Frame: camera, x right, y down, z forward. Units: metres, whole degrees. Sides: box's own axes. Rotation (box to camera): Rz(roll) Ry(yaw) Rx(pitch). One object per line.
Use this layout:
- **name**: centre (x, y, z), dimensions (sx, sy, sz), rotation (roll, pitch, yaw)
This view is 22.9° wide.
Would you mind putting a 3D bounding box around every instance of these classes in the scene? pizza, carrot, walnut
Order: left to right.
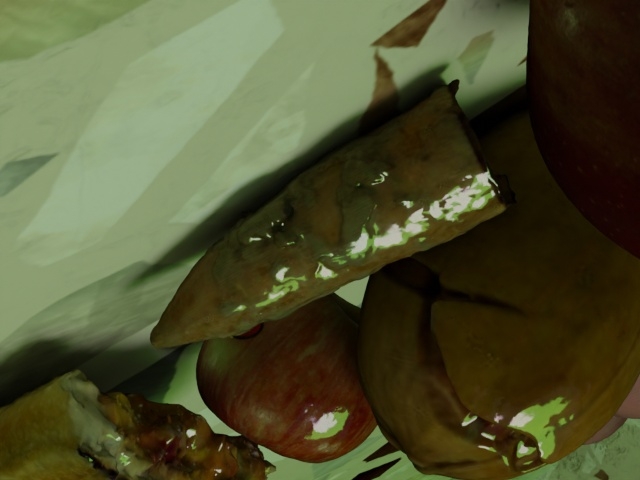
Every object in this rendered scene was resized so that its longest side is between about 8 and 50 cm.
- **pizza**: centre (-0.165, 0.199, 1.211), dimensions (0.277, 0.114, 0.409), rotation (-5, 156, -5)
- **carrot**: centre (0.000, 0.000, 1.037), dimensions (0.263, 0.102, 0.102), rotation (-31, 163, 6)
- **walnut**: centre (0.149, 0.021, 1.141), dimensions (0.336, 0.209, 0.209), rotation (-56, 177, -30)

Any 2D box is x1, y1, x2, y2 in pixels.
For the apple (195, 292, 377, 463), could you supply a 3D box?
- **apple**: centre (-0.014, 0.099, 1.209), dimensions (0.131, 0.146, 0.146), rotation (-55, 162, -1)

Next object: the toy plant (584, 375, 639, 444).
- **toy plant**: centre (0.223, 0.091, 1.494), dimensions (0.356, 0.211, 0.317), rotation (-29, 170, 40)

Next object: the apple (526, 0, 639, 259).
- **apple**: centre (0.274, -0.100, 0.876), dimensions (0.288, 0.317, 0.288), rotation (-29, 138, -30)
